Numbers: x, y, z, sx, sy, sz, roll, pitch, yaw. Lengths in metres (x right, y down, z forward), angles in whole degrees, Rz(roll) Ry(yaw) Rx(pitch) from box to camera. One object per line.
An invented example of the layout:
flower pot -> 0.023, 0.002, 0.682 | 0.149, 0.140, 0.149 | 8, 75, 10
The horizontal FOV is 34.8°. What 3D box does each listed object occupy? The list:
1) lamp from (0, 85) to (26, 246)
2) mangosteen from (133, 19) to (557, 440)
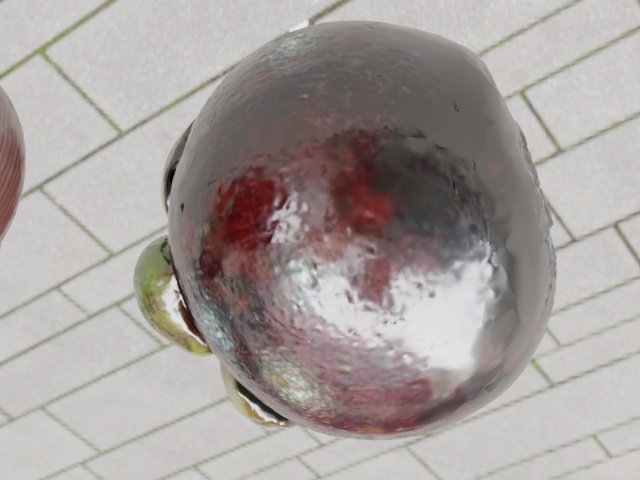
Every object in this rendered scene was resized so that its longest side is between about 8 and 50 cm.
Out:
lamp -> -0.240, -0.050, 0.467 | 0.180, 0.180, 0.258 | -11, 140, 13
mangosteen -> 0.013, -0.003, 0.704 | 0.300, 0.300, 0.300 | 2, 132, 2
